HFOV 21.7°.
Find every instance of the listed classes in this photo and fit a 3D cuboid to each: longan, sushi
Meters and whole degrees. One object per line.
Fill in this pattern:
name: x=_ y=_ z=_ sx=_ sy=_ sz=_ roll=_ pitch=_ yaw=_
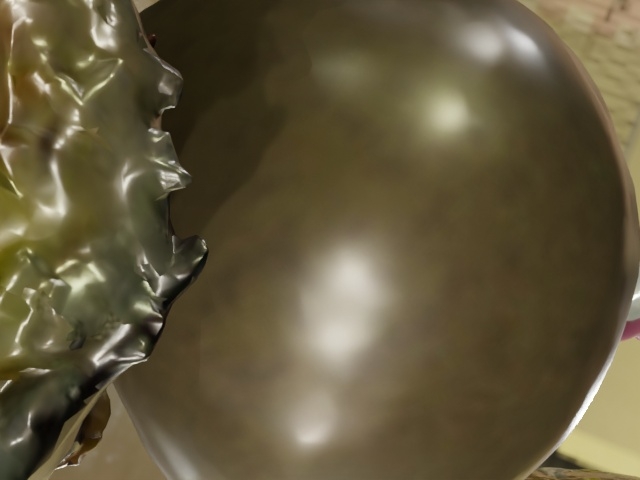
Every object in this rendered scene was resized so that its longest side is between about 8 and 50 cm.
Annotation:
longan: x=0.000 y=0.000 z=0.665 sx=0.248 sy=0.248 sz=0.248 roll=21 pitch=90 yaw=-80
sushi: x=-0.151 y=-0.009 z=0.435 sx=0.238 sy=0.225 sz=0.219 roll=-28 pitch=-171 yaw=0

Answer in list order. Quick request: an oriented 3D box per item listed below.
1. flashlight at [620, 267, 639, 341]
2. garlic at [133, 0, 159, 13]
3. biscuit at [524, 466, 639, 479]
flashlight: x=0.203 y=0.016 z=0.985 sx=0.200 sy=0.093 sz=0.047 roll=-42 pitch=-130 yaw=51
garlic: x=-0.123 y=-0.195 z=1.219 sx=0.131 sy=0.127 sz=0.194 roll=-52 pitch=-178 yaw=-38
biscuit: x=0.154 y=0.200 z=1.320 sx=0.180 sy=0.236 sz=0.039 roll=7 pitch=84 yaw=-86
